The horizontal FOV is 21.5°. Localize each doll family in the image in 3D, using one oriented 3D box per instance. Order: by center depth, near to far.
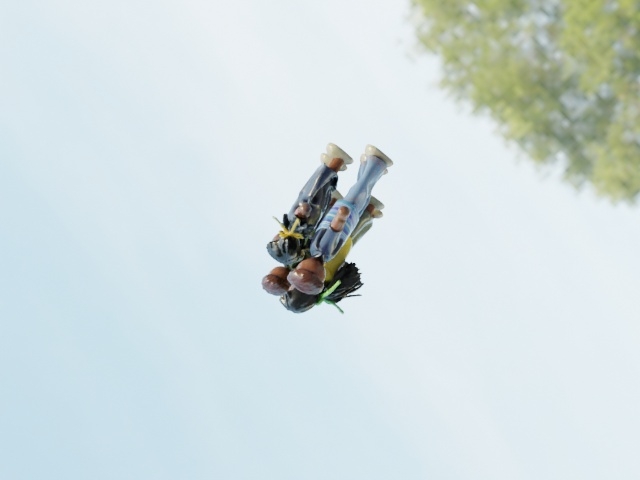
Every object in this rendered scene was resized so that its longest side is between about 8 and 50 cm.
[{"bbox_3d":[0.000,0.000,1.208,0.076,0.111,0.193,31,162,14],"label":"doll family"}]
